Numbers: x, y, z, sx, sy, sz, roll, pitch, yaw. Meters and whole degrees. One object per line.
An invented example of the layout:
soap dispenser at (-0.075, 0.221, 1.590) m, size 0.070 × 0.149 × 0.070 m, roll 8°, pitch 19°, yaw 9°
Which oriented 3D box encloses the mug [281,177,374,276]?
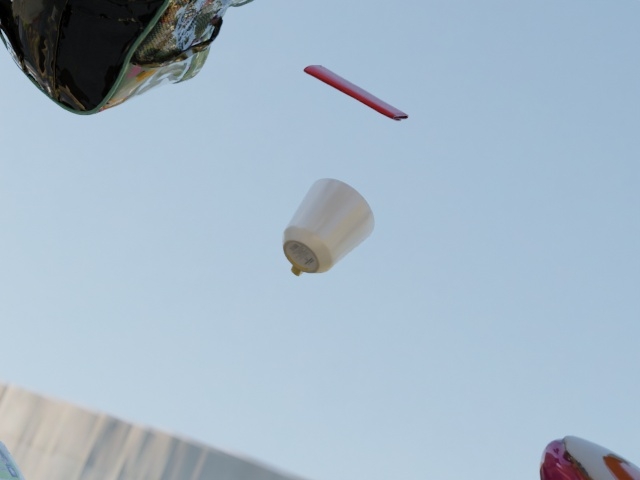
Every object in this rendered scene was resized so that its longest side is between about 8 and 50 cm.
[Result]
mug at (0.003, -0.001, 1.317) m, size 0.062 × 0.064 × 0.078 m, roll 16°, pitch -43°, yaw 29°

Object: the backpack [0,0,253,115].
backpack at (-0.109, -0.165, 0.889) m, size 0.166 × 0.144 × 0.188 m, roll 52°, pitch -42°, yaw 10°

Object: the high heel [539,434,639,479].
high heel at (0.198, 0.289, 1.005) m, size 0.181 × 0.127 × 0.377 m, roll -34°, pitch -73°, yaw 14°

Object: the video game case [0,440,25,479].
video game case at (-0.395, 0.254, 1.352) m, size 0.061 × 0.269 × 0.244 m, roll 56°, pitch -1°, yaw 12°

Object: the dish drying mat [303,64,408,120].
dish drying mat at (0.027, -0.112, 1.256) m, size 0.083 × 0.008 × 0.032 m, roll 32°, pitch 16°, yaw 19°
